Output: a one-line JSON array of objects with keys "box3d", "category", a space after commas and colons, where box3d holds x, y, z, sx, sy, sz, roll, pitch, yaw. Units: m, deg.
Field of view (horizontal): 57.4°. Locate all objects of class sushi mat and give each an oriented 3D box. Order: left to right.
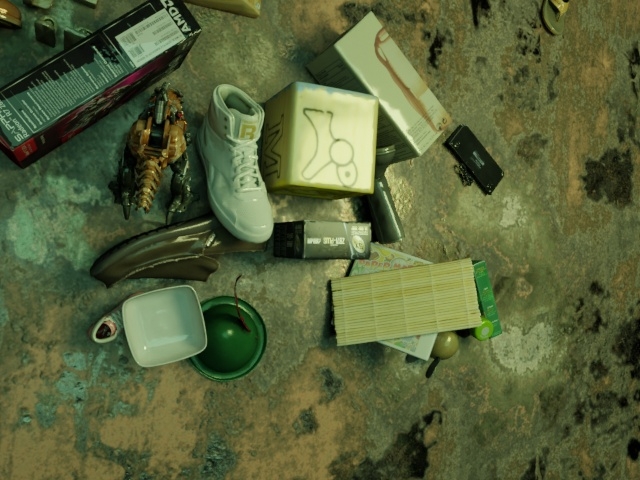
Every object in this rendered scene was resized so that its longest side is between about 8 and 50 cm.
[{"box3d": [0.178, 0.133, 1.263, 0.316, 0.019, 0.151, -10, 75, 10], "category": "sushi mat"}]

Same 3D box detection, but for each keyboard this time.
[{"box3d": [0.380, -0.192, 1.460, 0.180, 0.023, 0.108, 46, 67, -16], "category": "keyboard"}]

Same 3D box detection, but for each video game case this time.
[{"box3d": [0.163, 0.128, 1.291, 0.227, 0.026, 0.206, 19, 80, 18], "category": "video game case"}]

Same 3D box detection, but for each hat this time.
[{"box3d": [-0.170, 0.194, 1.132, 0.173, 0.183, 0.208, -45, 106, -17], "category": "hat"}]

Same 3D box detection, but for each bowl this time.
[{"box3d": [-0.294, 0.157, 1.104, 0.142, 0.053, 0.142, -13, 99, -16], "category": "bowl"}]

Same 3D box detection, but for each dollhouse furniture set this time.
[{"box3d": [-0.451, -0.429, 1.044, 0.144, 0.123, 0.151, 18, 83, -23], "category": "dollhouse furniture set"}]

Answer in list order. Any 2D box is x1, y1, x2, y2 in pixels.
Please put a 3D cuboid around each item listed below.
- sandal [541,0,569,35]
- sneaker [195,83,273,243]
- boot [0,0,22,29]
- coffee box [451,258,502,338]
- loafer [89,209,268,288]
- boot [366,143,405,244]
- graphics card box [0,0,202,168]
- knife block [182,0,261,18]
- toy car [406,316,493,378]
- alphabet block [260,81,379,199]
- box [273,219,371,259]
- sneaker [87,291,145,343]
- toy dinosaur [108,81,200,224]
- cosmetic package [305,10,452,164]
[{"box3d": [0.635, -0.638, 1.555, 0.072, 0.049, 0.180, 13, 85, -23], "category": "sandal"}, {"box3d": [-0.151, -0.151, 1.081, 0.108, 0.169, 0.292, -12, 63, -31], "category": "sneaker"}, {"box3d": [-0.612, -0.506, 0.988, 0.283, 0.109, 0.220, 24, 85, -9], "category": "boot"}, {"box3d": [0.368, 0.137, 1.406, 0.040, 0.113, 0.184, -18, 98, -19], "category": "coffee box"}, {"box3d": [-0.249, 0.025, 1.125, 0.366, 0.134, 0.130, -20, 98, -22], "category": "loafer"}, {"box3d": [0.138, -0.096, 1.272, 0.076, 0.189, 0.208, -11, 90, -7], "category": "boot"}, {"box3d": [-0.394, -0.272, 1.010, 0.371, 0.233, 0.094, -42, 104, -19], "category": "graphics card box"}, {"box3d": [-0.275, -0.527, 1.154, 0.276, 0.242, 0.088, 7, 87, -68], "category": "knife block"}, {"box3d": [0.271, 0.218, 1.349, 0.149, 0.155, 0.188, 34, 92, -27], "category": "toy car"}, {"box3d": [-0.007, -0.194, 1.199, 0.192, 0.193, 0.197, 5, 88, -21], "category": "alphabet block"}, {"box3d": [0.000, 0.000, 1.208, 0.147, 0.180, 0.077, 2, 89, -24], "category": "box"}, {"box3d": [-0.376, 0.149, 1.106, 0.134, 0.070, 0.051, -37, 102, -20], "category": "sneaker"}, {"box3d": [-0.302, -0.156, 1.045, 0.164, 0.218, 0.322, 21, 37, 4], "category": "toy dinosaur"}, {"box3d": [0.129, -0.323, 1.282, 0.129, 0.153, 0.296, -48, 108, -18], "category": "cosmetic package"}]
